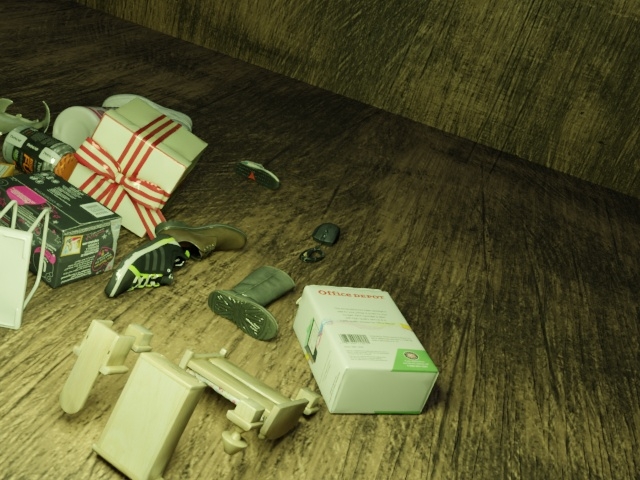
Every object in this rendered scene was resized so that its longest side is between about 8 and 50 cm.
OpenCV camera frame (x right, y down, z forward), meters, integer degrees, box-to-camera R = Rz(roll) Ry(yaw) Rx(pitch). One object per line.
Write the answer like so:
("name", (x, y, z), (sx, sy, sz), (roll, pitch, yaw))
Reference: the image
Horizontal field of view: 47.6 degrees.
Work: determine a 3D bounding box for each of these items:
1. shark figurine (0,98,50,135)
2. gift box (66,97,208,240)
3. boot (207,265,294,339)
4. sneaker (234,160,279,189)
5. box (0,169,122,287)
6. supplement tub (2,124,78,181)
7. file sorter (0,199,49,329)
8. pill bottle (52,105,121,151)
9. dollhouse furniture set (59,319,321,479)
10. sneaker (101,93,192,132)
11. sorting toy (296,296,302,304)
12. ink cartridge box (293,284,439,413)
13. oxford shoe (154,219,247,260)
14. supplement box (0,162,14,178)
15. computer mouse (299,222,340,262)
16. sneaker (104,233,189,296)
("shark figurine", (-0.860, -0.313, 1.995), (0.279, 0.166, 0.116), (15, 60, 3))
("gift box", (-0.449, -0.159, 1.776), (0.255, 0.276, 0.258), (29, 21, -5))
("boot", (-0.122, 0.131, 1.599), (0.190, 0.076, 0.209), (31, 22, 23))
("sneaker", (-0.185, -0.212, 2.254), (0.161, 0.057, 0.075), (24, 31, 20))
("box", (-0.572, -0.030, 1.547), (0.247, 0.142, 0.163), (31, 27, 24))
("supplement tub", (-0.706, -0.212, 1.859), (0.191, 0.116, 0.117), (26, 27, 19))
("file sorter", (-0.664, 0.014, 1.343), (0.278, 0.192, 0.173), (13, 23, -9))
("pill bottle", (-0.592, -0.292, 2.021), (0.161, 0.160, 0.283), (24, 16, 14))
("dollhouse furniture set", (-0.215, 0.281, 1.244), (0.303, 0.173, 0.355), (28, 3, 22))
("sneaker", (-0.552, -0.382, 2.314), (0.293, 0.108, 0.169), (11, 23, -16))
("sorting toy", (-0.002, 0.142, 1.684), (0.083, 0.044, 0.075), (24, 7, 15))
("ink cartridge box", (0.082, 0.217, 1.480), (0.202, 0.117, 0.278), (6, 28, -23))
("oxford shoe", (-0.278, 0.013, 1.737), (0.227, 0.082, 0.096), (-1, 47, -29))
("supplement box", (-0.767, -0.104, 1.649), (0.080, 0.078, 0.233), (10, 25, -7))
("computer mouse", (0.000, 0.000, 1.961), (0.071, 0.041, 0.242), (22, 26, 8))
("sneaker", (-0.360, 0.062, 1.557), (0.097, 0.084, 0.234), (40, 38, 3))
